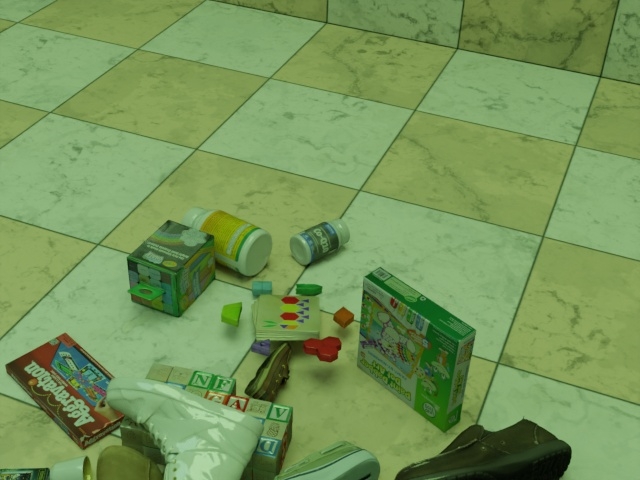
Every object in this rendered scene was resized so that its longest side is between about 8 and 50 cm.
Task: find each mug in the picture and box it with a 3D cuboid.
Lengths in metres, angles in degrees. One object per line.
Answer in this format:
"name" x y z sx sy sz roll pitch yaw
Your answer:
"mug" -0.449 0.423 1.619 0.064 0.078 0.062 -7 68 -1

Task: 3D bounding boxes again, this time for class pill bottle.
"pill bottle" -0.228 -0.005 2.144 0.208 0.118 0.117 23 41 27
"pill bottle" 0.000 0.000 2.183 0.137 0.078 0.078 -25 45 -31

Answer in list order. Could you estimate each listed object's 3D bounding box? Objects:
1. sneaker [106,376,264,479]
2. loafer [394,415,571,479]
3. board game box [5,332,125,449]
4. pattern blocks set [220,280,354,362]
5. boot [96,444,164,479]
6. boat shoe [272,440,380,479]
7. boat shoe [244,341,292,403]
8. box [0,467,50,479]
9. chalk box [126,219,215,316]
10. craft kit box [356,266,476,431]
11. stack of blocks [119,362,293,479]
"sneaker" -0.263 0.349 1.554 0.292 0.108 0.169 16 59 11
"loafer" 0.275 0.411 1.622 0.365 0.134 0.130 -6 32 -27
"board game box" -0.495 0.295 1.803 0.281 0.027 0.145 32 47 33
"pattern blocks set" -0.072 0.168 1.944 0.285 0.026 0.325 6 23 6
"boot" -0.276 0.476 1.502 0.236 0.089 0.269 39 10 -18
"boat shoe" -0.033 0.444 1.586 0.302 0.109 0.094 -15 22 -34
"boat shoe" -0.095 0.273 1.836 0.060 0.064 0.178 41 33 -4
"box" -0.557 0.491 1.520 0.159 0.044 0.233 0 37 -4
"chalk box" -0.345 0.075 2.021 0.132 0.132 0.213 19 41 19
"craft kit box" 0.180 0.213 1.768 0.061 0.247 0.250 -30 47 -32
"stack of blocks" -0.205 0.345 1.700 0.297 0.087 0.171 10 37 9
